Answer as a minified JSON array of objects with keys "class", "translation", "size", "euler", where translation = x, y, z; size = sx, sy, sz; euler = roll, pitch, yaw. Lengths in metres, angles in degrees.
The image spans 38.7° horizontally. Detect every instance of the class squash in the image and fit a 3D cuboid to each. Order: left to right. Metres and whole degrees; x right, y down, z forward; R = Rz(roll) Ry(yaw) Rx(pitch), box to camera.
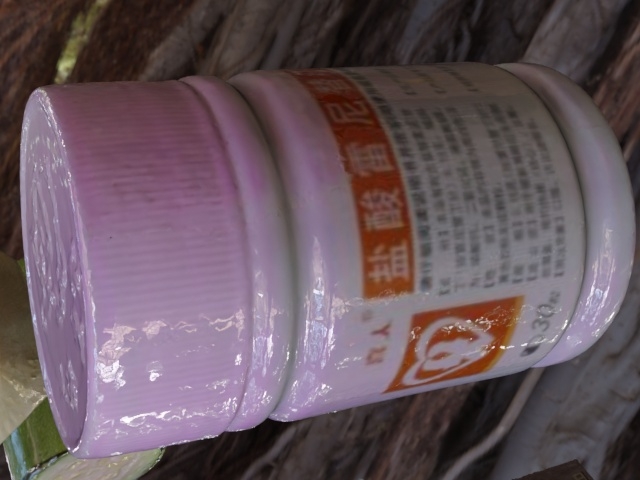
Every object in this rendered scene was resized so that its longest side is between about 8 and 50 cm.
[{"class":"squash","translation":[-0.437,0.246,1.588],"size":[0.263,0.263,0.384],"euler":[10,-136,-43]}]

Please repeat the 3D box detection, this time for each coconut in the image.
[{"class":"coconut","translation":[-0.371,0.111,0.889],"size":[0.197,0.237,0.237],"euler":[-8,-148,-30]}]

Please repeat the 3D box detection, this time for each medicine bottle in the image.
[{"class":"medicine bottle","translation":[0.000,0.000,0.535],"size":[0.315,0.202,0.202],"euler":[-8,-150,-25]}]

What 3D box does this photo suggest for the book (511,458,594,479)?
[{"class":"book","translation":[0.245,0.283,0.899],"size":[0.181,0.014,0.127],"euler":[-1,-137,-45]}]
